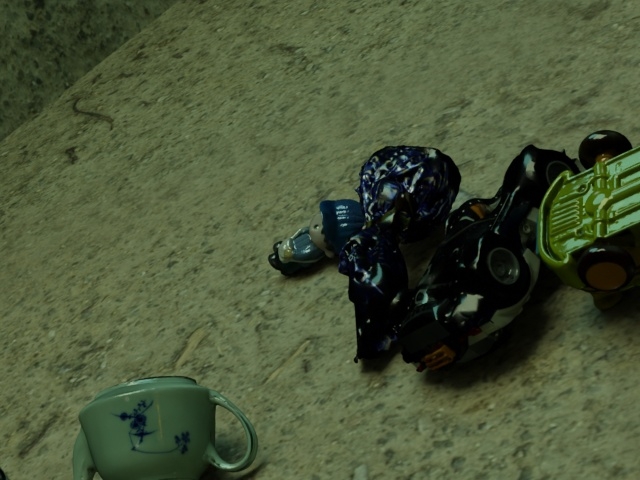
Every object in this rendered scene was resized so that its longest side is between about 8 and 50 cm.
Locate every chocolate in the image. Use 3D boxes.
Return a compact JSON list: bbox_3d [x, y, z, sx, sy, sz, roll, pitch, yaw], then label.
[{"bbox_3d":[0.076,0.008,2.111,0.343,0.126,0.148,-67,-1,-51],"label":"chocolate"}]

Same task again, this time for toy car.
[{"bbox_3d":[0.186,0.028,1.968,0.193,0.118,0.301,-33,19,51],"label":"toy car"},{"bbox_3d":[0.352,-0.022,1.832,0.248,0.142,0.200,-22,39,33],"label":"toy car"}]

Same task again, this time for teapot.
[{"bbox_3d":[-0.183,0.238,2.000,0.232,0.159,0.159,-14,27,11],"label":"teapot"}]

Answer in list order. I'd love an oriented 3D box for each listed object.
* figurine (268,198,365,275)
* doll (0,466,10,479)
[{"bbox_3d":[0.000,0.000,2.305,0.149,0.087,0.086,-34,17,35],"label":"figurine"},{"bbox_3d":[-0.444,0.338,2.132,0.181,0.110,0.107,-37,22,-15],"label":"doll"}]
